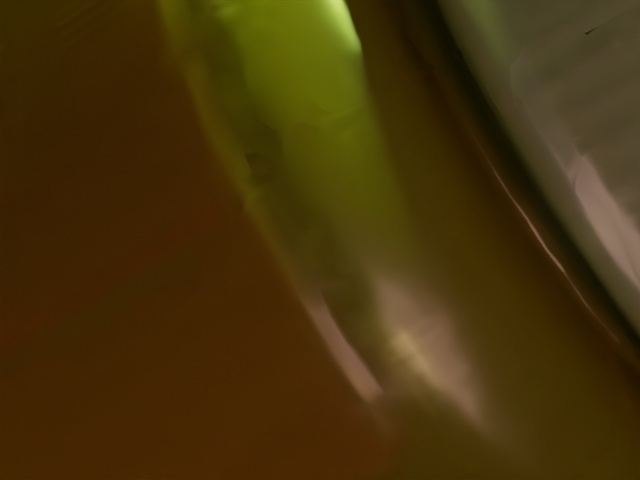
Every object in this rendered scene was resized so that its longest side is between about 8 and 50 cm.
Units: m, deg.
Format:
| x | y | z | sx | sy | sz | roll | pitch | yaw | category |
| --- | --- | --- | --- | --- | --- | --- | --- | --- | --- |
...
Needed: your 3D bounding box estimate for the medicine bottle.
| x | y | z | sx | sy | sz | roll | pitch | yaw | category |
| --- | --- | --- | --- | --- | --- | --- | --- | --- | --- |
| 0.000 | 0.000 | 0.455 | 0.384 | 0.224 | 0.224 | -29 | 127 | 21 | medicine bottle |
